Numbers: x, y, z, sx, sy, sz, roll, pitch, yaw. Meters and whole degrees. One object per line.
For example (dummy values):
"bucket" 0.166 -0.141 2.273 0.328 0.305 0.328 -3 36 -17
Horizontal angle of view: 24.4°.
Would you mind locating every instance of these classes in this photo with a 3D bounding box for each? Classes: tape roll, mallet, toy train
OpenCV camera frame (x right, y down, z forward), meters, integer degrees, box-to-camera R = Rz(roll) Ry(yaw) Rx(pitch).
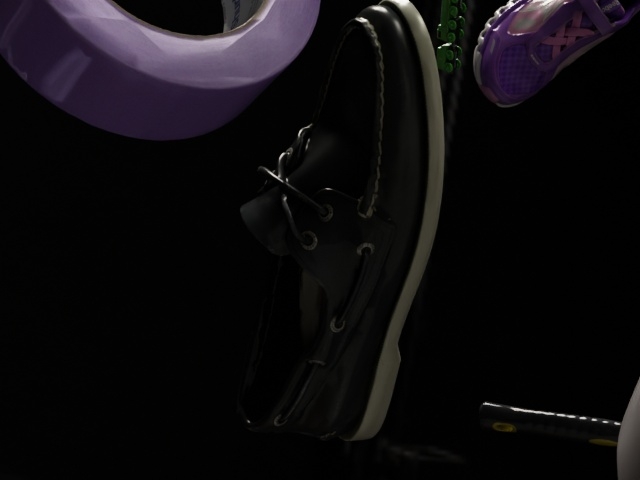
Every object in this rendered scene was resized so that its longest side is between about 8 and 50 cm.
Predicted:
"tape roll" -0.138 -0.221 1.182 0.274 0.090 0.275 16 -123 -27
"mallet" 0.179 0.111 0.788 0.062 0.189 0.039 60 -138 -42
"toy train" 0.117 -0.190 1.335 0.017 0.023 0.083 -25 -50 -38

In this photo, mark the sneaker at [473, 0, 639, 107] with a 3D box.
"sneaker" 0.263 -0.231 1.557 0.236 0.104 0.095 -42 -69 -14

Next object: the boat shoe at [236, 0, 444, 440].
"boat shoe" -0.001 -0.002 1.009 0.113 0.127 0.340 -5 -51 -21

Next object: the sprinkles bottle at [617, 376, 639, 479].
"sprinkles bottle" 0.173 -0.032 0.348 0.121 0.121 0.355 -44 -24 -37
